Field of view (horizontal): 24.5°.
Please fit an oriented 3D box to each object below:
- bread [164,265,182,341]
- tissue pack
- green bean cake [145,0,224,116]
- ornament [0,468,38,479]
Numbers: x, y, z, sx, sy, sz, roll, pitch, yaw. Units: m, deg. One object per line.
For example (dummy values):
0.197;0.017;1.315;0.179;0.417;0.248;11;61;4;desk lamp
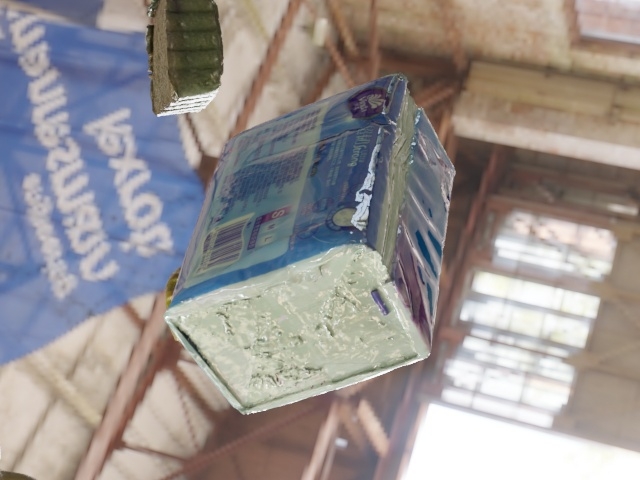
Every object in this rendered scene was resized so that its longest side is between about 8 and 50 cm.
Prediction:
-0.233;0.095;2.615;0.094;0.083;0.157;53;-146;-23;bread
0.000;0.000;1.291;0.146;0.198;0.263;58;-154;-27;tissue pack
-0.210;-0.291;2.281;0.173;0.094;0.181;155;111;-73;green bean cake
-0.488;0.338;2.042;0.245;0.061;0.230;-10;-44;-21;ornament
